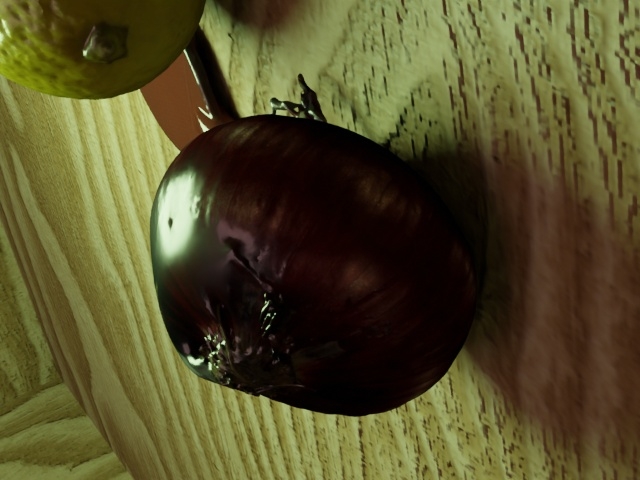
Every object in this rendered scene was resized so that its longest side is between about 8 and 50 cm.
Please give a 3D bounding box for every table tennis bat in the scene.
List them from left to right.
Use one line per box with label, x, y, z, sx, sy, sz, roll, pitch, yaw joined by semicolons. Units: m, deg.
table tennis bat;-0.146;-0.160;1.236;0.310;0.038;0.200;48;154;37

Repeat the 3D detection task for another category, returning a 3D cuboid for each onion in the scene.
onion;0.000;0.000;0.900;0.273;0.285;0.273;15;146;11

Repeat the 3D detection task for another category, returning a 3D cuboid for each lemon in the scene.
lemon;-0.224;-0.253;1.036;0.267;0.267;0.267;49;154;34
